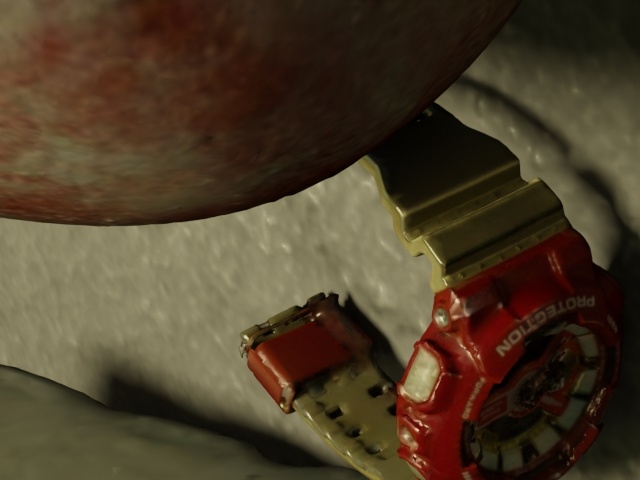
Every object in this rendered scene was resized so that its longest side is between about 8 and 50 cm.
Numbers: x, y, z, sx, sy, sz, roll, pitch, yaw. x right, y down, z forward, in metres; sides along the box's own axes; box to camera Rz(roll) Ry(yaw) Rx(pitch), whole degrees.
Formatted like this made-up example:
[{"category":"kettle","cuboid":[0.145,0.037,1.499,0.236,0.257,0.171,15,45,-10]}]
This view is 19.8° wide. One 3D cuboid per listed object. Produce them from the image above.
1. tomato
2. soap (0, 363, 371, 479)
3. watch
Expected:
[{"category":"tomato","cuboid":[-0.075,-0.158,0.544,0.317,0.316,0.282,67,160,-7]},{"category":"soap","cuboid":[-0.123,0.298,0.921,0.350,0.213,0.435,19,125,27]},{"category":"watch","cuboid":[0.005,0.007,0.751,0.268,0.102,0.165,26,132,48]}]
